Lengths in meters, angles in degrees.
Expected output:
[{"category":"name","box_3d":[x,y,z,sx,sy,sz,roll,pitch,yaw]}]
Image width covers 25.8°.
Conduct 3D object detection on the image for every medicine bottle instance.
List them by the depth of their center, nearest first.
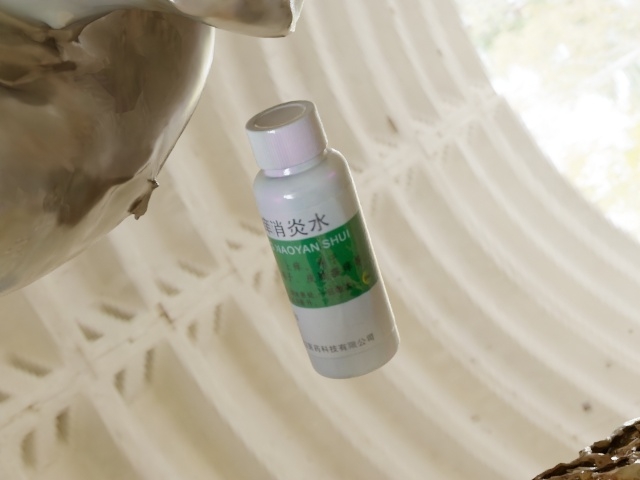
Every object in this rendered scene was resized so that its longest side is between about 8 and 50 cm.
[{"category":"medicine bottle","box_3d":[0.000,0.000,1.302,0.095,0.095,0.260,-60,-43,-59]}]

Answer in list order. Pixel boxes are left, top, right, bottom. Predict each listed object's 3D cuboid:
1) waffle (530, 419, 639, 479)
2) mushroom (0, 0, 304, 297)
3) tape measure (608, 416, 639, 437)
[{"category":"waffle","box_3d":[0.257,0.127,0.711,0.213,0.308,0.091,-16,-94,-46]},{"category":"mushroom","box_3d":[-0.128,-0.130,0.502,0.297,0.290,0.298,32,-130,-48]},{"category":"tape measure","box_3d":[0.333,0.184,1.027,0.243,0.246,0.125,-5,-77,-53]}]
